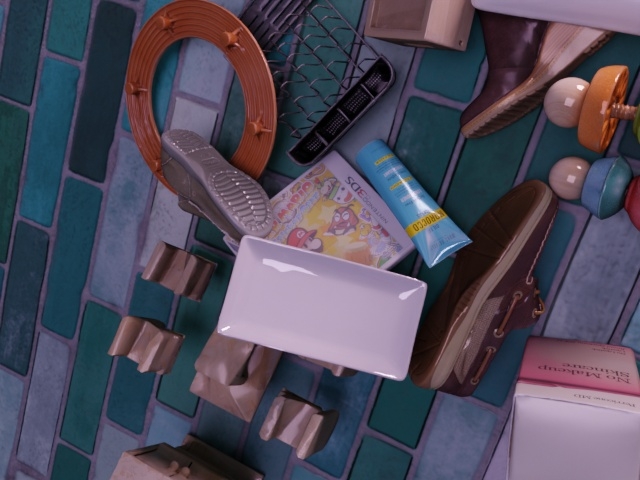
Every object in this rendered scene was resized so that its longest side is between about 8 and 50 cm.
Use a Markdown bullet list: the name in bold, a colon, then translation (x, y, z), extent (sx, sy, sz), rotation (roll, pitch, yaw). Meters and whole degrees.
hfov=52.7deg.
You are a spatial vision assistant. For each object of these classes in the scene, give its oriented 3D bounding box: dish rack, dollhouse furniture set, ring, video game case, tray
- **dish rack**: translation (-0.031, -0.274, 0.996), extent (0.208, 0.074, 0.271), rotation (-43, 82, 21)
- **dollhouse furniture set**: translation (-0.148, 0.257, 1.091), extent (0.362, 0.256, 0.394), rotation (23, 85, 16)
- **ring**: translation (-0.211, -0.218, 1.057), extent (0.337, 0.032, 0.336), rotation (11, 109, 32)
- **video game case**: translation (0.000, 0.000, 0.977), extent (0.227, 0.026, 0.206), rotation (-39, 69, -6)
- **tray**: translation (0.003, 0.095, 0.910), extent (0.271, 0.030, 0.145), rotation (15, 81, 1)

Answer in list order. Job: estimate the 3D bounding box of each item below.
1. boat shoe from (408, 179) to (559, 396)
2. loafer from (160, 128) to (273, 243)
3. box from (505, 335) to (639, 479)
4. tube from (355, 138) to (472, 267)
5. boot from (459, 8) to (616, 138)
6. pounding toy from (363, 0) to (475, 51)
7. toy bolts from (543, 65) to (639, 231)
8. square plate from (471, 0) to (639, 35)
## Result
- **boat shoe**: translation (0.256, 0.080, 0.932), extent (0.123, 0.123, 0.341), rotation (24, 101, -14)
- **loafer**: translation (-0.165, -0.073, 0.998), extent (0.251, 0.094, 0.087), rotation (47, 131, 28)
- **box**: translation (0.332, 0.225, 0.845), extent (0.149, 0.232, 0.126), rotation (5, 101, 21)
- **tube**: translation (0.130, -0.058, 0.955), extent (0.080, 0.052, 0.207), rotation (-31, 71, -14)
- **boot**: translation (0.251, -0.285, 0.892), extent (0.248, 0.090, 0.206), rotation (-40, 71, 24)
- **pounding toy**: translation (0.136, -0.379, 0.899), extent (0.181, 0.094, 0.205), rotation (27, 110, 50)
- **toy bolts**: translation (0.384, -0.137, 0.826), extent (0.159, 0.218, 0.228), rotation (20, 138, 32)
- **square plate**: translation (0.394, -0.420, 0.770), extent (0.348, 0.049, 0.343), rotation (16, 91, 16)
